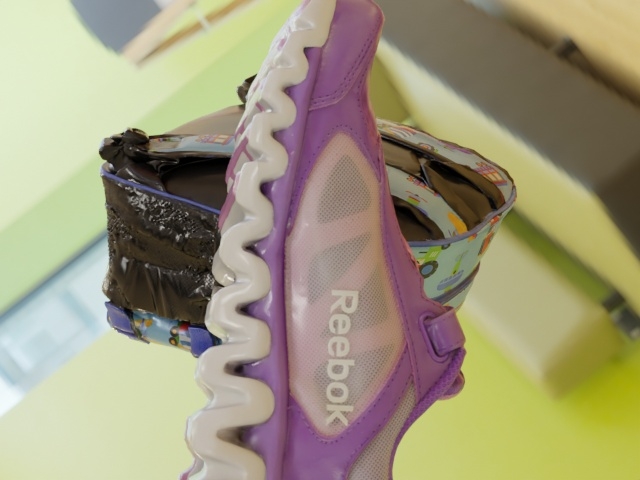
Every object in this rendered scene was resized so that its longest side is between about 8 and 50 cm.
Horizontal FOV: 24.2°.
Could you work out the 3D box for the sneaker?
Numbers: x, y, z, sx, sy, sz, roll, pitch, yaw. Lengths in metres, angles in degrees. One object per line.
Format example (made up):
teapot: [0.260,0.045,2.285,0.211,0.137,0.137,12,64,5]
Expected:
sneaker: [0.008,0.022,0.581,0.104,0.236,0.095,8,175,-5]

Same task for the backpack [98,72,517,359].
backpack: [0.000,0.000,0.713,0.173,0.158,0.117,14,114,24]
